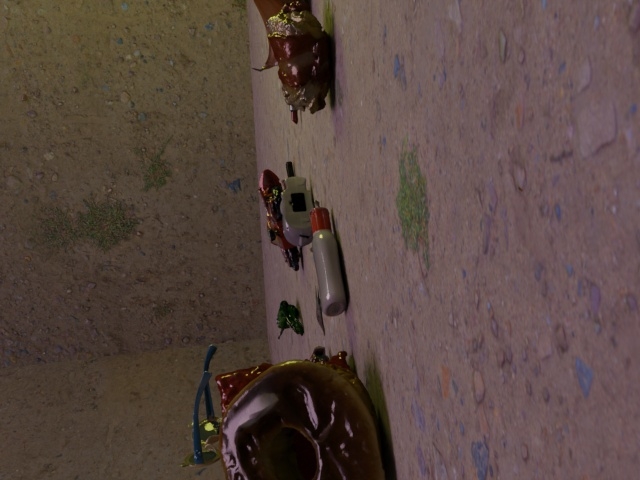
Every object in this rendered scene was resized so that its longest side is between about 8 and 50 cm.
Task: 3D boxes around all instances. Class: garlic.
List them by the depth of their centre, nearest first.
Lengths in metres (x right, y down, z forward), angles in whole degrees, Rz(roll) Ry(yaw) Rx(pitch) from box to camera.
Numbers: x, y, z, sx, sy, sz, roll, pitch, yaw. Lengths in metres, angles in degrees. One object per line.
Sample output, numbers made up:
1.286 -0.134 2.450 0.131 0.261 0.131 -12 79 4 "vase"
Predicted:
-0.077 -0.469 1.734 0.115 0.128 0.206 17 127 34 "garlic"

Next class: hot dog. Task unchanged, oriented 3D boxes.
-0.028 -0.341 1.509 0.146 0.103 0.213 39 148 50 "hot dog"

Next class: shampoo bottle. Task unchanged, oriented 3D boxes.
0.012 0.038 1.639 0.108 0.051 0.221 95 167 -65 "shampoo bottle"

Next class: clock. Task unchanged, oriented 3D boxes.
-0.057 -0.056 1.987 0.117 0.080 0.176 98 165 -59 "clock"

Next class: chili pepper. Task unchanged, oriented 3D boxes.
-0.103 0.257 2.640 0.279 0.065 0.122 140 128 -76 "chili pepper"

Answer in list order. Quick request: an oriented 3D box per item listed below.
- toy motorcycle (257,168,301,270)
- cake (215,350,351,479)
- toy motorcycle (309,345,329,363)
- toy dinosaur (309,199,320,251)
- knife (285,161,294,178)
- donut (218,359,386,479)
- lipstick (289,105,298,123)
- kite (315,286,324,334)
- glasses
-0.113 -0.050 2.316 0.171 0.089 0.298 -108 6 -49 "toy motorcycle"
-0.066 0.391 1.660 0.319 0.269 0.270 105 158 -72 "cake"
-0.017 0.329 1.982 0.212 0.084 0.118 106 160 -50 "toy motorcycle"
-0.003 0.000 1.803 0.058 0.037 0.180 -6 -82 -74 "toy dinosaur"
-0.067 -0.122 2.274 0.072 0.019 0.245 107 153 -67 "knife"
-0.025 0.369 1.386 0.160 0.330 0.330 21 -121 -67 "donut"
-0.068 -0.357 2.035 0.030 0.030 0.129 -129 34 -76 "lipstick"
-0.001 0.173 2.021 0.152 0.005 0.137 101 159 -66 "kite"
-0.223 0.349 1.683 0.189 0.088 0.220 -90 15 -72 "glasses"
